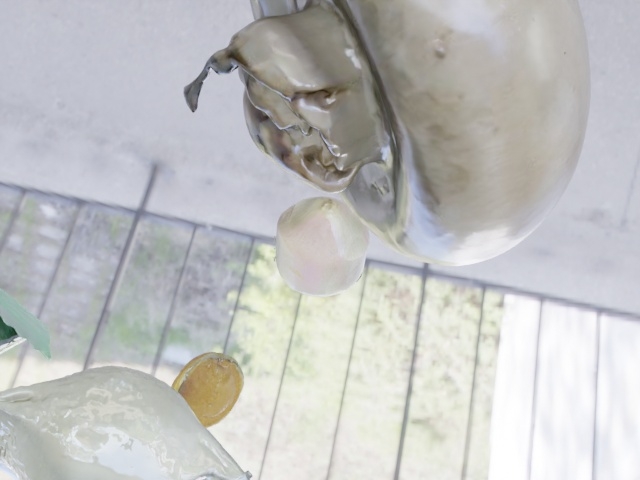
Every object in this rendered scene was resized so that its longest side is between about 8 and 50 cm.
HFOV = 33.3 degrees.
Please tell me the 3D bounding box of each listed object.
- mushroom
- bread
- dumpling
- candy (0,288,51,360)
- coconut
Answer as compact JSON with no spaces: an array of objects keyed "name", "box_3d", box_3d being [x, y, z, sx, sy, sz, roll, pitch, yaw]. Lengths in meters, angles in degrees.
[{"name":"mushroom","box_3d":[0.043,-0.139,0.874,0.295,0.362,0.362,-25,150,-15]},{"name":"bread","box_3d":[-0.139,0.185,1.303,0.024,0.110,0.110,28,165,46]},{"name":"dumpling","box_3d":[-0.169,0.178,0.841,0.216,0.126,0.166,-4,147,-21]},{"name":"candy","box_3d":[-0.553,0.147,1.299,0.398,0.172,0.263,-39,120,3]},{"name":"coconut","box_3d":[0.000,0.000,1.845,0.171,0.171,0.183,9,130,6]}]
